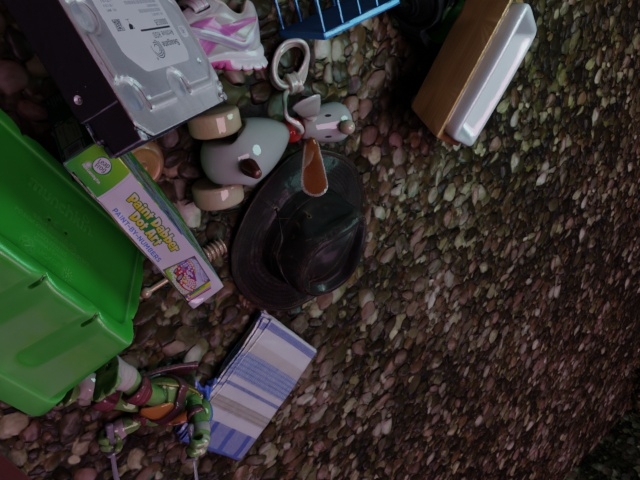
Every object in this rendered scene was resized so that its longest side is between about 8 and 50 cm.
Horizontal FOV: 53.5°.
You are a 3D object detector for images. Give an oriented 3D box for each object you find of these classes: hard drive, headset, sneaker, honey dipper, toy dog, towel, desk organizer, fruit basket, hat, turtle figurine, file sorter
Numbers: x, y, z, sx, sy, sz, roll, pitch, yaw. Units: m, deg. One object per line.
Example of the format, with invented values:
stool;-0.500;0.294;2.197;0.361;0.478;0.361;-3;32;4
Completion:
hard drive;-0.245;-0.272;0.690;0.339;0.064;0.237;62;23;-13
headset;0.190;-0.517;1.146;0.243;0.185;0.394;-57;151;-2
sneaker;-0.188;-0.293;0.898;0.252;0.102;0.111;-21;118;-43
honey dipper;-0.229;0.047;1.058;0.160;0.030;0.031;-33;128;-24
toy dog;-0.060;-0.159;1.025;0.333;0.161;0.220;-42;132;-21
towel;-0.139;0.290;1.252;0.285;0.034;0.209;-55;138;-7
desk organizer;-0.486;0.329;0.932;0.050;0.047;0.130;-42;132;-24
fruit basket;-0.446;0.056;0.747;0.391;0.283;0.392;-2;138;-2
hat;0.000;0.000;1.177;0.331;0.134;0.332;-19;120;-36
turtle figurine;-0.283;0.307;1.008;0.266;0.197;0.275;44;73;-41
file sorter;0.019;-0.404;1.022;0.170;0.118;0.105;-35;125;-27

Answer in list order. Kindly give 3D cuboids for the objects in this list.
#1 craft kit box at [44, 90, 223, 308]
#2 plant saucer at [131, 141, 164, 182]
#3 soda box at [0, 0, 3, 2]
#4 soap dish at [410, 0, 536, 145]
craft kit box;-0.243;-0.063;0.819;0.061;0.250;0.247;-34;128;-7
plant saucer;-0.269;-0.112;0.955;0.083;0.015;0.084;-19;121;-36
soda box;-0.375;-0.322;0.721;0.210;0.067;0.071;28;88;-46
soap dish;0.298;-0.333;1.242;0.291;0.118;0.229;-63;162;14
